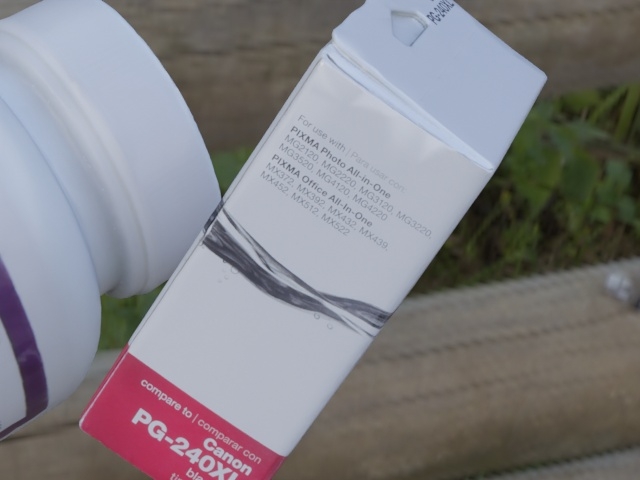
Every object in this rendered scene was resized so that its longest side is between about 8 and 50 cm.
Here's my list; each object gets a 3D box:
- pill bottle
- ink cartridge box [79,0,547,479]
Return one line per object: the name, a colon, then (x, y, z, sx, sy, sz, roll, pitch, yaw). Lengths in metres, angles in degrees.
pill bottle: (-0.193, 0.023, 0.747, 0.301, 0.169, 0.169, -32, 65, -23)
ink cartridge box: (0.000, 0.000, 0.612, 0.063, 0.150, 0.109, 36, 25, 0)
